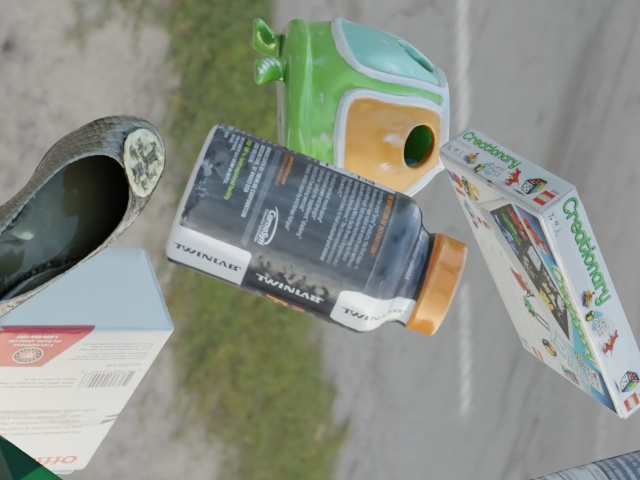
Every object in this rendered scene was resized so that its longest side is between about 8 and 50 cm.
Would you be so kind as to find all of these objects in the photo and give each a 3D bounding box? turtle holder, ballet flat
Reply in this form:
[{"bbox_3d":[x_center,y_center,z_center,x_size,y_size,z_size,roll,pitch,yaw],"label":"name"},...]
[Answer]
[{"bbox_3d":[0.032,-0.145,2.143,0.320,0.228,0.243,150,-61,-87],"label":"turtle holder"},{"bbox_3d":[-0.179,-0.006,1.153,0.250,0.058,0.084,-38,118,-39],"label":"ballet flat"}]

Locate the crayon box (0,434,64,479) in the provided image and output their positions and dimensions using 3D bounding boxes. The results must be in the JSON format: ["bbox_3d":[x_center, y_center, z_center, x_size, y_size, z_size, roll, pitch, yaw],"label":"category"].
[{"bbox_3d":[-0.167,0.364,1.607,0.106,0.363,0.313,-49,-153,0],"label":"crayon box"}]

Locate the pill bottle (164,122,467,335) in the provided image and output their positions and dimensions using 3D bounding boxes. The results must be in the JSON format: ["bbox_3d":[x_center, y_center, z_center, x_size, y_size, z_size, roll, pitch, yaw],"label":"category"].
[{"bbox_3d":[0.000,0.000,1.535,0.130,0.246,0.130,-159,-90,-88],"label":"pill bottle"}]

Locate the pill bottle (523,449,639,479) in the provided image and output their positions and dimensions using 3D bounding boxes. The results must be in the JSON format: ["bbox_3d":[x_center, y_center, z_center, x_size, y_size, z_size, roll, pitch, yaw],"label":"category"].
[{"bbox_3d":[0.140,0.168,0.902,0.108,0.180,0.108,166,-90,-83],"label":"pill bottle"}]

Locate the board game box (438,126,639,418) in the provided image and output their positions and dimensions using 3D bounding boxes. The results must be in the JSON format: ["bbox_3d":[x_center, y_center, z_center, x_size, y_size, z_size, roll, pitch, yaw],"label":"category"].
[{"bbox_3d":[0.245,0.036,1.917,0.053,0.193,0.305,-36,126,-13],"label":"board game box"}]

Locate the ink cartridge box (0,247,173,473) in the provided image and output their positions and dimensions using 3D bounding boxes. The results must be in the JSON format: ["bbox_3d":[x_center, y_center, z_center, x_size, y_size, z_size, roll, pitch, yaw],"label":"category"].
[{"bbox_3d":[-0.305,0.131,1.879,0.197,0.114,0.273,2,140,-33],"label":"ink cartridge box"}]
